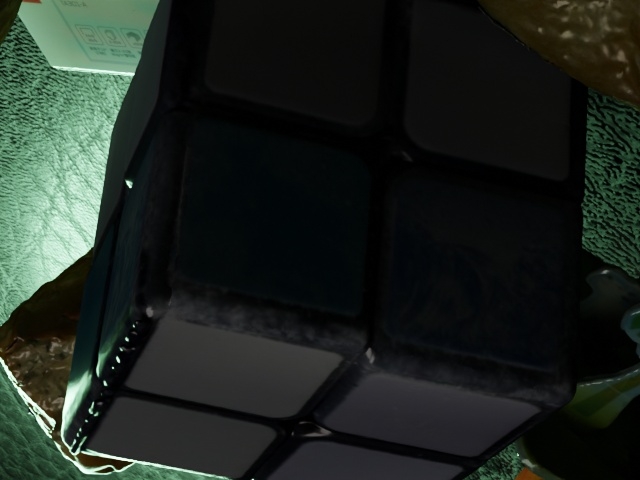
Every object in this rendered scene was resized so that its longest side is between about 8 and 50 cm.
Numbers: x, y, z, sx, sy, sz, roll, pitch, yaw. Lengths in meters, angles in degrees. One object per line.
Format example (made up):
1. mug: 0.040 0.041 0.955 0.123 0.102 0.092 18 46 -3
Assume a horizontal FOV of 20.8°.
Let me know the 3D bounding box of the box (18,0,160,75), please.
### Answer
1. box: -0.145 -0.206 1.478 0.269 0.079 0.135 9 143 37

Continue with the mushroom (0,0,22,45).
1. mushroom: -0.345 -0.280 1.393 0.345 0.239 0.345 37 156 20

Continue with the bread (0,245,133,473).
1. bread: -0.126 0.064 1.613 0.149 0.344 0.195 32 156 37

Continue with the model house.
1. model house: 0.359 0.085 1.290 0.357 0.242 0.313 34 133 -21

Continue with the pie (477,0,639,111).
1. pie: 0.217 -0.192 1.135 0.306 0.071 0.306 23 147 16

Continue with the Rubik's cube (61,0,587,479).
1. Rubik's cube: 0.000 0.000 1.310 0.313 0.318 0.316 12 154 -13

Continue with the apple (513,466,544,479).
1. apple: 0.284 0.322 1.716 0.251 0.206 0.272 46 150 -16
